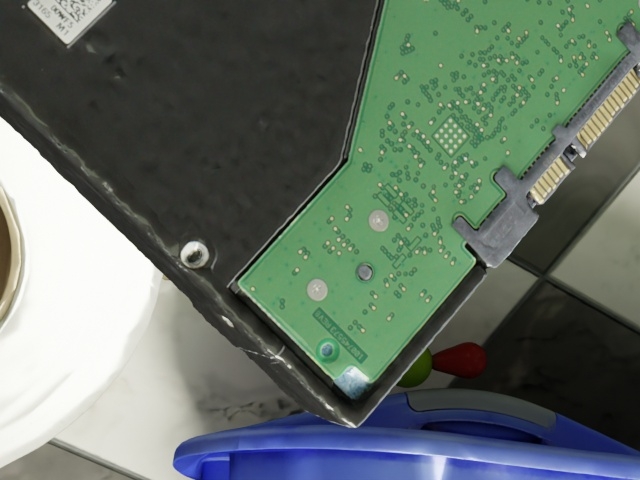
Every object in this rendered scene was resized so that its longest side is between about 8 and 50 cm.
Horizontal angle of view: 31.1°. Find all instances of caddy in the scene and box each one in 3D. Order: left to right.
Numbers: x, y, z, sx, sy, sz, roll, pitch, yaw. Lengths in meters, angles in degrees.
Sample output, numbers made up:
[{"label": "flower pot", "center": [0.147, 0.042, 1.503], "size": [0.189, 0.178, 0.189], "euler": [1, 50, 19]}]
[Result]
[{"label": "caddy", "center": [0.085, 0.171, 0.637], "size": [0.341, 0.179, 0.241], "euler": [9, 160, -12]}]

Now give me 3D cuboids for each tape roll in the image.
[{"label": "tape roll", "center": [-0.220, -0.013, 0.545], "size": [0.286, 0.100, 0.286], "euler": [-8, 123, -13]}]

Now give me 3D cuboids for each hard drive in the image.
[{"label": "hard drive", "center": [-0.035, -0.123, 0.460], "size": [0.339, 0.064, 0.237], "euler": [45, 76, -14]}]

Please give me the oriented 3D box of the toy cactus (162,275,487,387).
[{"label": "toy cactus", "center": [0.000, 0.000, 0.611], "size": [0.181, 0.112, 0.219], "euler": [-10, 129, 10]}]
